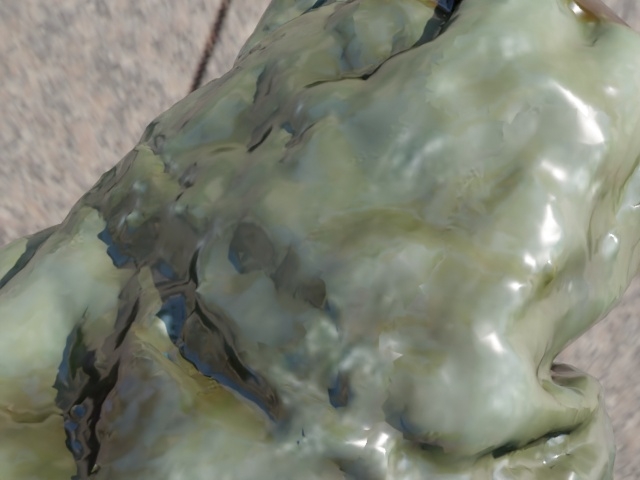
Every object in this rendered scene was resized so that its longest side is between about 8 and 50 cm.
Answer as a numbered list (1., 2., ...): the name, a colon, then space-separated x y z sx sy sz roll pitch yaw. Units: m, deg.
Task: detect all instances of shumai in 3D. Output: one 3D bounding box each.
1. shumai: 0.000 0.000 0.700 0.304 0.309 0.263 14 99 -34
